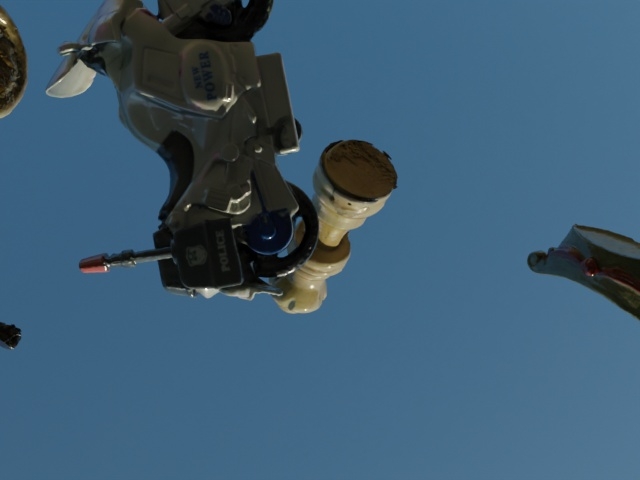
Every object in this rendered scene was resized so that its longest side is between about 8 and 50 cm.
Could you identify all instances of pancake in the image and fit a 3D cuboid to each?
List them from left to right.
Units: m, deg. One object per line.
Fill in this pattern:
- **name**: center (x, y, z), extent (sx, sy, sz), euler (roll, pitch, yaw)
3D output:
- **pancake**: center (-0.350, -0.187, 0.947), extent (0.139, 0.022, 0.139), euler (-2, -88, -61)

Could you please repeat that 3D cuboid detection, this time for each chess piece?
- **chess piece**: center (0.001, 0.001, 0.704), extent (0.060, 0.172, 0.060), euler (12, -130, -14)

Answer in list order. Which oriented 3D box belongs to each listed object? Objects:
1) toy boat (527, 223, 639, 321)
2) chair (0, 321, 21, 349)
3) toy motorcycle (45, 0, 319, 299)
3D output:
- **toy boat**: center (0.299, 0.033, 0.972), extent (0.089, 0.071, 0.185), euler (-15, -147, -41)
- **chair**: center (-0.319, 0.035, 0.575), extent (0.229, 0.106, 0.113), euler (52, -132, -35)
- **toy motorcycle**: center (-0.086, -0.066, 0.581), extent (0.150, 0.102, 0.221), euler (-12, -87, -1)
